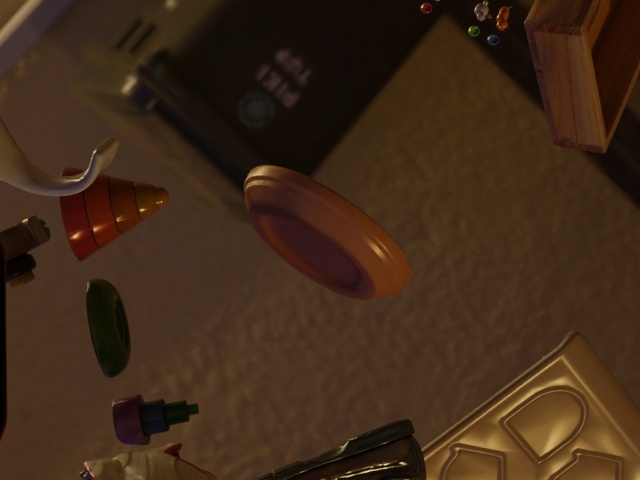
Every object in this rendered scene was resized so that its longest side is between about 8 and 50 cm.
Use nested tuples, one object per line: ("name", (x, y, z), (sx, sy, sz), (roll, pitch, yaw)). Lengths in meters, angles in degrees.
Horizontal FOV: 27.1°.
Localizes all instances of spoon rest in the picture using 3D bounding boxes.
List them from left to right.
("spoon rest", (-0.368, -0.116, 1.492), (0.276, 0.084, 0.137), (20, -152, 8))

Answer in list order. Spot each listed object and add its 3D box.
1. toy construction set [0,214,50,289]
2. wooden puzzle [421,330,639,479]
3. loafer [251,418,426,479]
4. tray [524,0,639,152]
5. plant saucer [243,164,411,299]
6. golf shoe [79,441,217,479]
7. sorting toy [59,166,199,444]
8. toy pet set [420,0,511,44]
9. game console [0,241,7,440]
("toy construction set", (-0.475, -0.046, 1.742), (0.257, 0.237, 0.309), (54, 144, 22))
("wooden puzzle", (0.300, 0.324, 1.912), (0.322, 0.348, 0.080), (49, -178, -32))
("loafer", (-0.002, 0.297, 1.580), (0.096, 0.267, 0.084), (78, 169, -82))
("tray", (0.360, -0.327, 1.594), (0.076, 0.411, 0.203), (12, 147, 29))
("plant saucer", (0.000, 0.000, 1.363), (0.200, 0.037, 0.200), (31, 162, 11))
("golf shoe", (-0.159, 0.306, 1.469), (0.306, 0.140, 0.115), (32, 138, 55))
("sorting toy", (-0.225, 0.076, 1.663), (0.127, 0.126, 0.365), (-90, -11, -82))
("toy pet set", (0.216, -0.334, 1.779), (0.122, 0.114, 0.065), (21, -176, -18))
("game console", (-0.557, 0.110, 1.519), (0.342, 0.387, 0.060), (-105, 16, -47))
